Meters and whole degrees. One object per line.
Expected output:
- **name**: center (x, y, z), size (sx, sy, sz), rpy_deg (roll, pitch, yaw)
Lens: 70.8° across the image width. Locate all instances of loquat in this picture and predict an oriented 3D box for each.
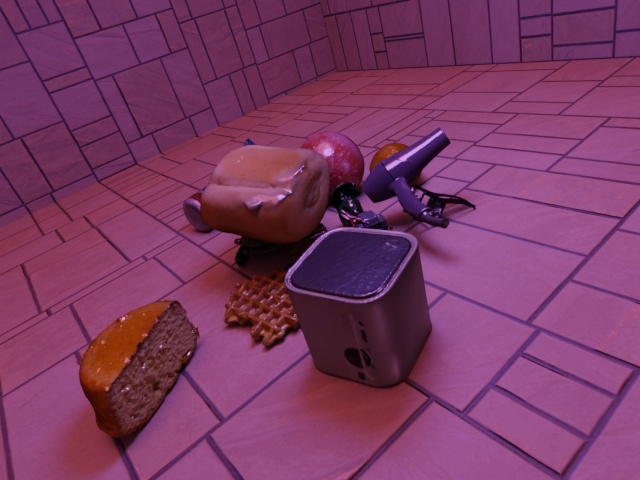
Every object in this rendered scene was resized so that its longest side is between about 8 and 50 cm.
- **loquat**: center (0.286, -0.277, 1.697), size (0.187, 0.176, 0.234), rpy_deg (-36, 27, 1)

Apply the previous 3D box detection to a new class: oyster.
- **oyster**: center (-0.162, -0.039, 1.566), size (0.267, 0.112, 0.198), rpy_deg (-36, 24, -30)

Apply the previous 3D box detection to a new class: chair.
- **chair**: center (0.387, -0.101, 1.450), size (0.212, 0.102, 0.084), rpy_deg (13, 21, -24)

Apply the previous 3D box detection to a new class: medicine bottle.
- **medicine bottle**: center (-0.430, -0.173, 1.916), size (0.156, 0.157, 0.288), rpy_deg (8, 38, 38)

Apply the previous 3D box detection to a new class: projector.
- **projector**: center (0.093, 0.141, 1.014), size (0.248, 0.249, 0.248), rpy_deg (6, 37, 34)

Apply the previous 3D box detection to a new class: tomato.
- **tomato**: center (0.051, -0.294, 1.739), size (0.227, 0.270, 0.270), rpy_deg (-38, 31, 1)

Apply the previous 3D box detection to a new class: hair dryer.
- **hair dryer**: center (0.299, -0.157, 1.330), size (0.301, 0.121, 0.361), rpy_deg (-37, 42, 14)

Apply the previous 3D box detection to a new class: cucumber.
- **cucumber**: center (-0.277, 0.048, 1.584), size (0.039, 0.039, 0.168), rpy_deg (-12, 28, 11)

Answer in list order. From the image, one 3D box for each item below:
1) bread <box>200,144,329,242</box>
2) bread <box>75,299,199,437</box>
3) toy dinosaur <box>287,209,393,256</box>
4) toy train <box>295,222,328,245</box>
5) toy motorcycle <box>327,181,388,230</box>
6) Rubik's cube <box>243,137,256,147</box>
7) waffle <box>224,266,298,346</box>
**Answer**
- **bread**: center (-0.169, -0.140, 1.419), size (0.375, 0.253, 0.348), rpy_deg (9, 51, 27)
- **bread**: center (-0.464, 0.296, 1.104), size (0.178, 0.195, 0.340), rpy_deg (3, 38, 20)
- **toy dinosaur**: center (0.092, 0.023, 1.273), size (0.327, 0.207, 0.112), rpy_deg (27, 6, 28)
- **toy train**: center (0.000, 0.001, 1.469), size (0.132, 0.083, 0.200), rpy_deg (-33, 33, -30)
- **toy motorcycle**: center (0.113, -0.083, 1.441), size (0.124, 0.187, 0.274), rpy_deg (-25, 31, -13)
- **Rubik's cube**: center (-0.236, -0.320, 2.146), size (0.250, 0.285, 0.234), rpy_deg (32, 29, 23)
- **waffle**: center (-0.140, 0.173, 1.278), size (0.281, 0.058, 0.301), rpy_deg (-26, 31, -14)
